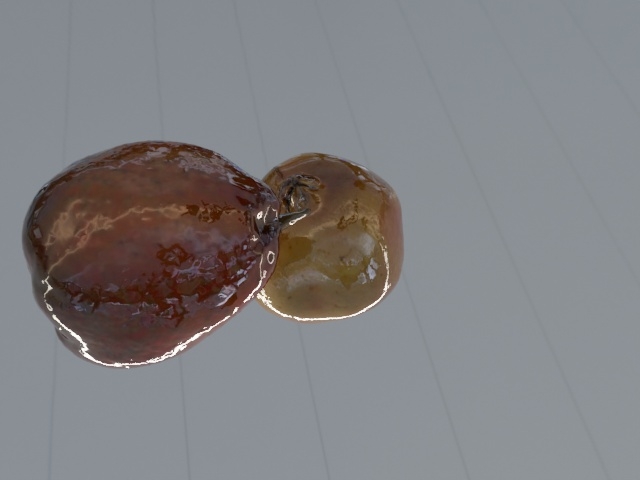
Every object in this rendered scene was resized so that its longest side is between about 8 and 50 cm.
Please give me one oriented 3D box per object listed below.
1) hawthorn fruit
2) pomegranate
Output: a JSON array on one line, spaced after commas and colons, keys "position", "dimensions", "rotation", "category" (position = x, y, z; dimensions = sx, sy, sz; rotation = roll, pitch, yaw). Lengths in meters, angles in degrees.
[{"position": [-0.135, 0.000, 0.751], "dimensions": [0.262, 0.210, 0.210], "rotation": [-18, -130, -4], "category": "hawthorn fruit"}, {"position": [0.003, 0.002, 0.966], "dimensions": [0.209, 0.209, 0.209], "rotation": [-1, -131, 1], "category": "pomegranate"}]
